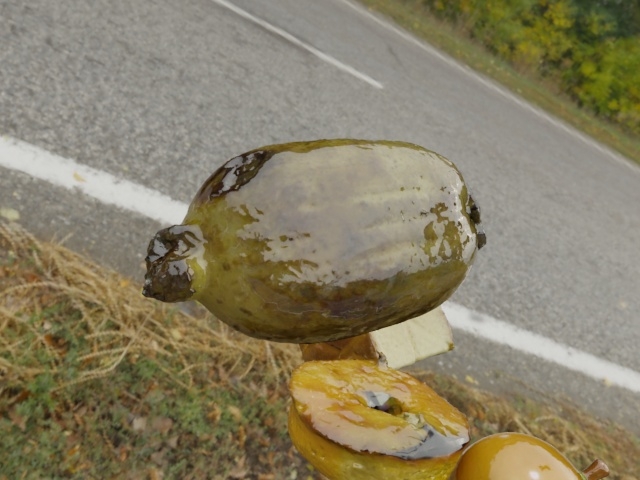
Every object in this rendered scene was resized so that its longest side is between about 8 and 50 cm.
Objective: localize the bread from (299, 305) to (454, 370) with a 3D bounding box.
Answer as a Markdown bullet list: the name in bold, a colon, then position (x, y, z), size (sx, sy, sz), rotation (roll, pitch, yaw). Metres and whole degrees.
- **bread**: position (0.078, 0.125, 1.360), size (0.207, 0.279, 0.279), rotation (-12, 84, -34)

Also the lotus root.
- **lotus root**: position (0.000, 0.000, 0.497), size (0.260, 0.128, 0.145), rotation (-11, 73, -20)

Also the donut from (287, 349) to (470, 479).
- **donut**: position (0.072, 0.240, 0.920), size (0.253, 0.119, 0.253), rotation (20, 13, -5)

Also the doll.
- **doll**: position (0.293, 0.349, 0.932), size (0.214, 0.235, 0.213), rotation (61, -10, 18)
